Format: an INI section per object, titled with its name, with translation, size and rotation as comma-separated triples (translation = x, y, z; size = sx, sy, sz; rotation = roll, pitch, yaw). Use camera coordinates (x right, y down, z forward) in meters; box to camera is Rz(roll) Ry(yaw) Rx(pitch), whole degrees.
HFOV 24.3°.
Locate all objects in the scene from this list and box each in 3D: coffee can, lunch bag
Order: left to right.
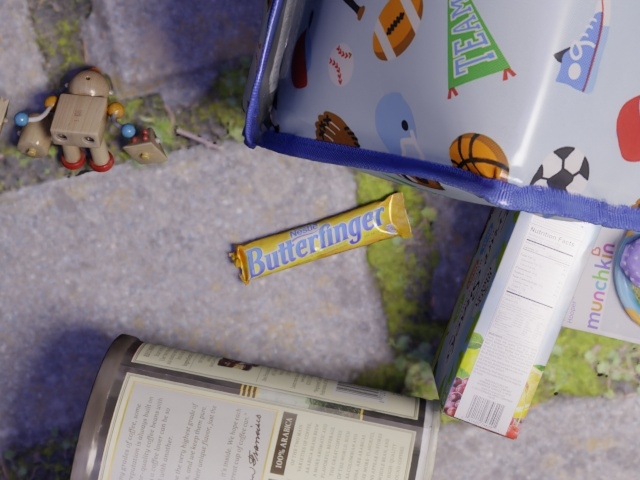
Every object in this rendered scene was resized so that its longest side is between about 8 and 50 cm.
[coffee can]
translation = -0.053, 0.203, 1.233
size = 0.275, 0.201, 0.201
rotation = 11, 98, 3
[lunch bag]
translation = 0.093, -0.194, 1.055
size = 0.239, 0.385, 0.328
rotation = 11, 96, -36

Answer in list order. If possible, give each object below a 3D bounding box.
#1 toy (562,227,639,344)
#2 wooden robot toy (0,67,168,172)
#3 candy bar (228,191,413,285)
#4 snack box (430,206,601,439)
[toy]
translation = 0.315, 0.032, 1.226
size = 0.237, 0.056, 0.137
rotation = 13, 97, 19
[wooden robot toy]
translation = -0.212, -0.112, 1.290
size = 0.173, 0.076, 0.079
rotation = 7, 62, 4
[candy bar]
translation = 0.000, 0.000, 1.297
size = 0.161, 0.018, 0.040
rotation = -17, 95, 6
[snack box]
translation = 0.159, 0.038, 1.209
size = 0.070, 0.174, 0.207
rotation = 19, 99, -2
